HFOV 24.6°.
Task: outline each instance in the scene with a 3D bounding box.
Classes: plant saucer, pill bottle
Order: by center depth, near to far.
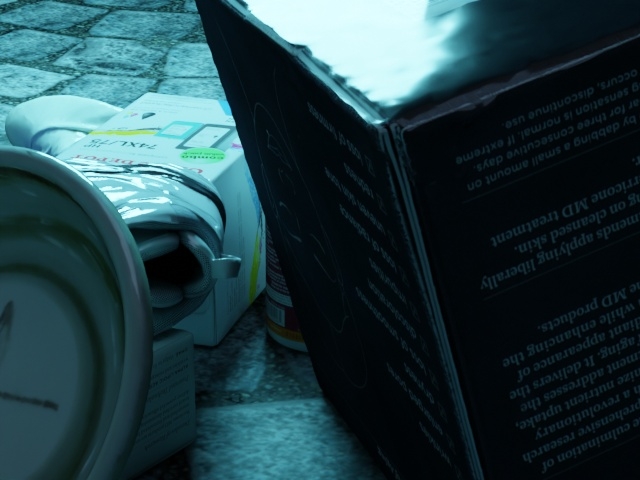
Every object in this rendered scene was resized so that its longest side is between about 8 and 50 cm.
[{"bbox_3d":[-0.286,0.122,1.217,0.400,0.400,0.100,17,-8,34],"label":"plant saucer"},{"bbox_3d":[0.000,0.000,1.583,0.121,0.221,0.121,1,24,0],"label":"pill bottle"}]

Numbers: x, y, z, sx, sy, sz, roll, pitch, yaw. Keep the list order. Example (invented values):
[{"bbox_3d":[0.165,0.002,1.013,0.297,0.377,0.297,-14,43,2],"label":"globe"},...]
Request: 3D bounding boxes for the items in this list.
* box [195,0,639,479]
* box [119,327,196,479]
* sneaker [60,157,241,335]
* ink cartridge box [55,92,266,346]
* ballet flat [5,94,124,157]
[{"bbox_3d":[0.143,-0.008,1.231,0.297,0.472,0.480,-21,29,-12],"label":"box"},{"bbox_3d":[-0.240,0.145,1.368,0.181,0.119,0.182,16,27,33],"label":"box"},{"bbox_3d":[-0.252,0.001,1.376,0.366,0.137,0.210,-1,17,-16],"label":"sneaker"},{"bbox_3d":[-0.163,-0.031,1.682,0.198,0.197,0.270,7,24,16],"label":"ink cartridge box"},{"bbox_3d":[-0.269,-0.107,1.971,0.400,0.139,0.139,9,25,17],"label":"ballet flat"}]
